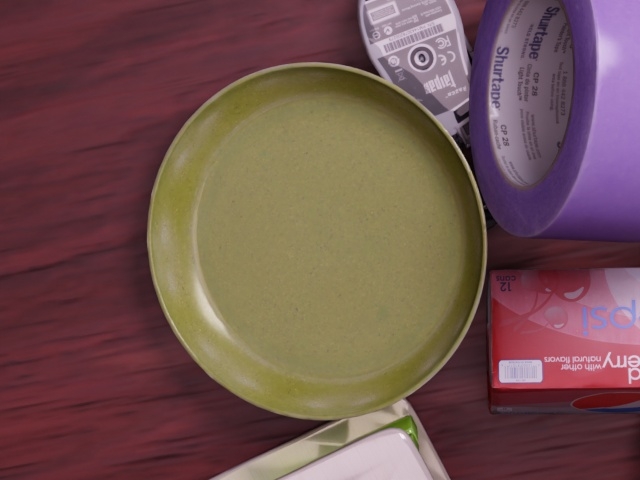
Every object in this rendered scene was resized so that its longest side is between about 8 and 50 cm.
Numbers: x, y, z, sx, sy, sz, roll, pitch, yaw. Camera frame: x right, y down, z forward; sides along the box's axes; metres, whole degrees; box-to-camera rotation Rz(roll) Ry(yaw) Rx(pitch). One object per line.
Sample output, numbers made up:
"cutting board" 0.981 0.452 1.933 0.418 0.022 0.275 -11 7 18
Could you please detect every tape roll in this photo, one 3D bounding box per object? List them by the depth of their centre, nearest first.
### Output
"tape roll" 0.165 -0.094 1.238 0.080 0.189 0.189 1 95 -19

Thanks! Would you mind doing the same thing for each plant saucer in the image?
"plant saucer" 0.000 0.000 1.337 0.241 0.037 0.241 2 96 19

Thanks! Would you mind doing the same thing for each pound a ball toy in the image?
"pound a ball toy" -0.059 0.241 1.296 0.319 0.208 0.136 -27 95 5

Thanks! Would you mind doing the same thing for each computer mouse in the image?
"computer mouse" 0.084 -0.097 1.346 0.106 0.042 0.193 -19 99 10

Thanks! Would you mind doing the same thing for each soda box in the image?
"soda box" 0.242 0.068 1.312 0.263 0.092 0.083 0 73 5
